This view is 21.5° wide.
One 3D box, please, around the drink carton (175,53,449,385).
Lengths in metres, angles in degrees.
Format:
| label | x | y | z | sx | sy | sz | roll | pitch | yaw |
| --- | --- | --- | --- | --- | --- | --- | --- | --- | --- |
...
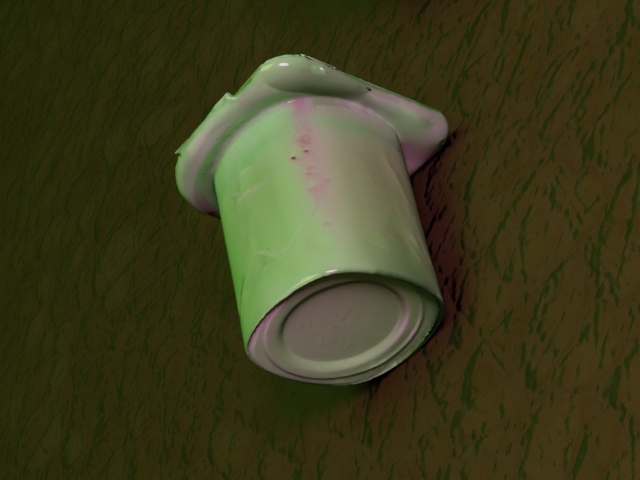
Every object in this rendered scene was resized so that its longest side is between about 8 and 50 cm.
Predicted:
| label | x | y | z | sx | sy | sz | roll | pitch | yaw |
| --- | --- | --- | --- | --- | --- | --- | --- | --- | --- |
| drink carton | 0.000 | 0.000 | 1.004 | 0.144 | 0.146 | 0.142 | -43 | 44 | 36 |
